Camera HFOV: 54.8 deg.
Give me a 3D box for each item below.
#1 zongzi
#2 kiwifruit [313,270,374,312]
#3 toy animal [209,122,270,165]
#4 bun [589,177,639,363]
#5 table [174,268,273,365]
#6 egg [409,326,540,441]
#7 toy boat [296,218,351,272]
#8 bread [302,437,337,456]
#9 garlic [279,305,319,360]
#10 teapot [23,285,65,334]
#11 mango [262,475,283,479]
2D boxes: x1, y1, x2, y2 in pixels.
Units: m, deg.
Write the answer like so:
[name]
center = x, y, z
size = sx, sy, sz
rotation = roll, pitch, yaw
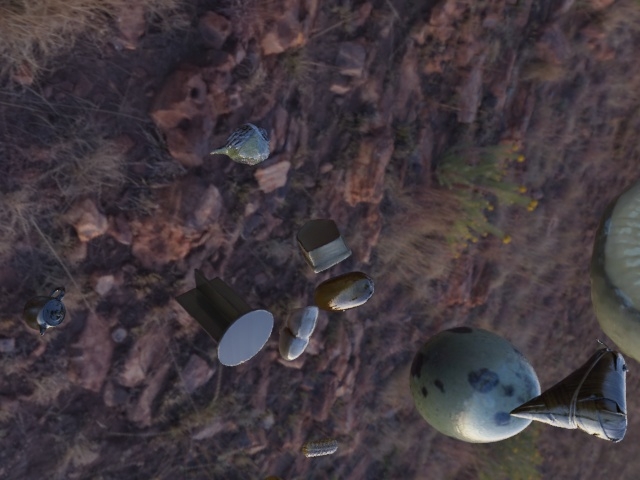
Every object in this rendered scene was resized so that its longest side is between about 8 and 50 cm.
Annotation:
[zongzi]
center = 0.582, 0.331, 1.438
size = 0.248, 0.240, 0.111
rotation = -55, 141, -47
[kiwifruit]
center = 0.045, 0.101, 1.194
size = 0.075, 0.124, 0.075
rotation = 46, 36, -49
[toy animal]
center = -0.184, -0.228, 1.429
size = 0.137, 0.098, 0.098
rotation = 7, 110, -9
[bun]
center = 0.577, 0.067, 0.915
size = 0.364, 0.364, 0.202
rotation = -47, 141, -23
[table]
center = -0.251, 0.179, 1.550
size = 0.167, 0.226, 0.167
rotation = -30, 140, -29
[egg]
center = 0.466, 0.439, 1.885
size = 0.344, 0.428, 0.345
rotation = 0, 90, -27
[toy boat]
center = 0.000, 0.000, 1.574
size = 0.116, 0.188, 0.061
rotation = -27, 117, -3
[bread]
center = -0.001, 0.714, 2.130
size = 0.157, 0.044, 0.052
rotation = 12, 97, -45
[garlic]
center = -0.061, 0.262, 1.767
size = 0.099, 0.124, 0.175
rotation = 21, 89, -9
[teapot]
center = -0.586, 0.150, 1.336
size = 0.076, 0.068, 0.121
rotation = 58, 38, -44
[mango]
center = -0.099, 0.548, 1.233
size = 0.115, 0.178, 0.090
rotation = -45, 110, -11
